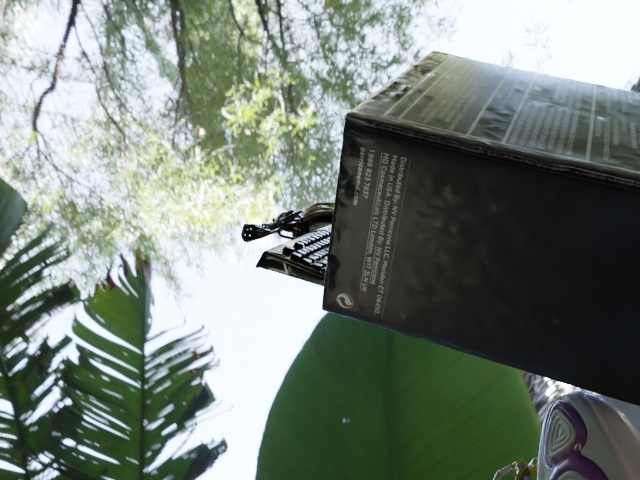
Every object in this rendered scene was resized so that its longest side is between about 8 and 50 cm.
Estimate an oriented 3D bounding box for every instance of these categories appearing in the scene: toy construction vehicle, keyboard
[{"bbox_3d":[0.213,0.291,0.821,0.035,0.086,0.098,38,-114,22],"label":"toy construction vehicle"},{"bbox_3d":[0.000,0.000,0.910,0.201,0.317,0.033,15,-78,16],"label":"keyboard"}]

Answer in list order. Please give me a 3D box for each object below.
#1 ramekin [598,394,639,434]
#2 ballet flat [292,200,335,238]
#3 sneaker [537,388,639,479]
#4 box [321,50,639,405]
[{"bbox_3d":[0.411,0.246,0.707,0.127,0.272,0.273,17,-129,-39],"label":"ramekin"},{"bbox_3d":[0.101,-0.009,1.124,0.342,0.116,0.124,6,-164,27],"label":"ballet flat"},{"bbox_3d":[0.277,0.253,0.538,0.152,0.114,0.305,-16,-110,-28],"label":"sneaker"},{"bbox_3d":[0.192,-0.033,0.623,0.293,0.183,0.296,15,-152,17],"label":"box"}]
